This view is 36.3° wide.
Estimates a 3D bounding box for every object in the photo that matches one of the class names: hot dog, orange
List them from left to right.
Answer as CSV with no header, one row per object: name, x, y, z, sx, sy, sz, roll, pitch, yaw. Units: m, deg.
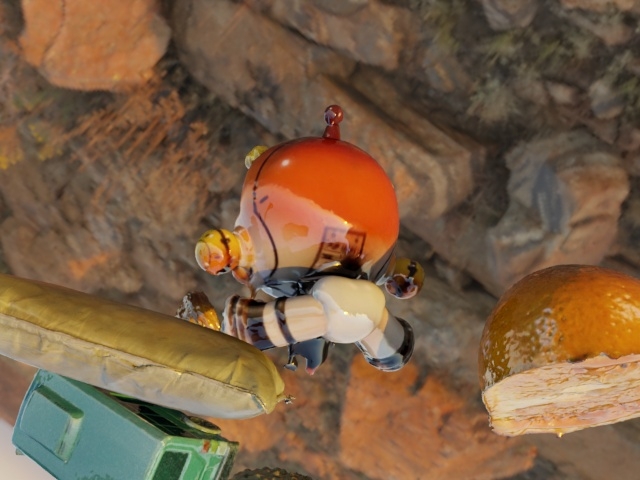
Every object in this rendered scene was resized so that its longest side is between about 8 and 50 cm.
hot dog,-0.185,0.142,1.369,0.065,0.147,0.099,15,-159,-33
orange,0.308,0.151,1.143,0.274,0.274,0.310,16,139,46

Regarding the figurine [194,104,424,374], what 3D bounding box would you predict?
figurine,0.002,-0.001,1.258,0.320,0.323,0.196,8,145,-24

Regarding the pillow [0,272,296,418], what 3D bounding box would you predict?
pillow,-0.167,0.090,0.827,0.302,0.075,0.185,18,175,3

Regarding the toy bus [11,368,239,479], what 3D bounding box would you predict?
toy bus,-0.234,0.231,1.118,0.256,0.128,0.147,21,178,39

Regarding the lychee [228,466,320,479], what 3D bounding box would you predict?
lychee,-0.085,0.491,1.573,0.255,0.274,0.255,166,90,-83
